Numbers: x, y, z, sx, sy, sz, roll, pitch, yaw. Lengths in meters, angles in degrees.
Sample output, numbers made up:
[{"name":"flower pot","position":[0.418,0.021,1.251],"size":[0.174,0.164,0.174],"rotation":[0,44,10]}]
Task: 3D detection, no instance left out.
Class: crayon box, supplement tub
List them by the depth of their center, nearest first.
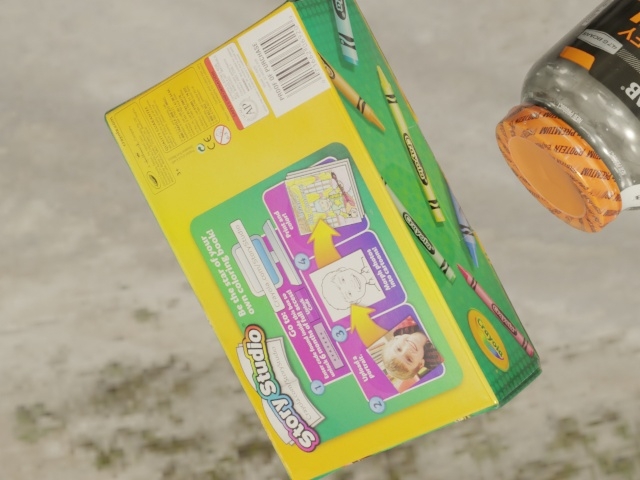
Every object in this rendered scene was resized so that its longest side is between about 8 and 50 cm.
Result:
[{"name":"supplement tub","position":[0.206,-0.099,0.998],"size":[0.190,0.117,0.117],"rotation":[-43,161,-11]},{"name":"crayon box","position":[0.000,0.000,1.028],"size":[0.165,0.278,0.081],"rotation":[-27,-179,32]}]
